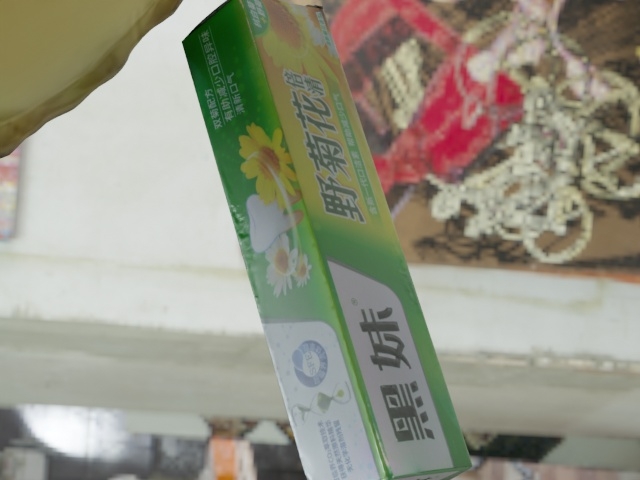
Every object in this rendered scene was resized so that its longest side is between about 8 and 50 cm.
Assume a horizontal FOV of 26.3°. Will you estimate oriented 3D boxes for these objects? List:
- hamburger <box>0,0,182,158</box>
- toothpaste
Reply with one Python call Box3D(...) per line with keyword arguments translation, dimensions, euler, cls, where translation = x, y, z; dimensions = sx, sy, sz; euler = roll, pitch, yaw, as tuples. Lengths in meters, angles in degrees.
Box3D(translation=(-0.147, -0.178, 0.466), dimensions=(0.186, 0.302, 0.261), euler=(44, 157, 21), cls="hamburger")
Box3D(translation=(0.000, 0.000, 0.466), dimensions=(0.037, 0.043, 0.179), euler=(-33, 65, 37), cls="toothpaste")
